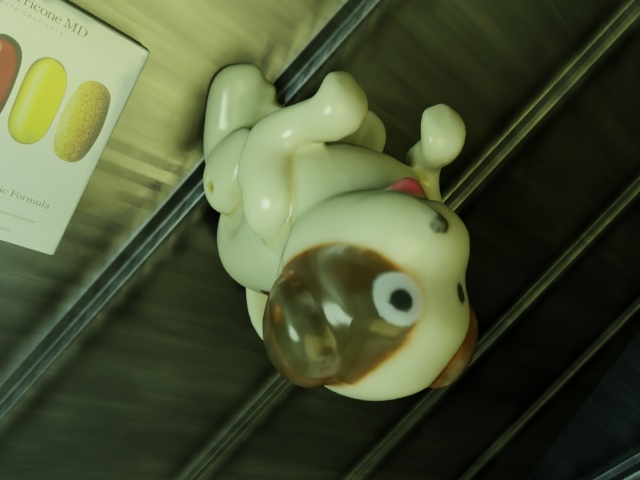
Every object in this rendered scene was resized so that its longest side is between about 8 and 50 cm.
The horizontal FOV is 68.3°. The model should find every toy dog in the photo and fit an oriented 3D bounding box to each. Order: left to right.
[{"bbox_3d":[0.000,0.000,0.549,0.285,0.408,0.395,22,104,-32],"label":"toy dog"}]

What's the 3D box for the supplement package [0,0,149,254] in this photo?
[{"bbox_3d":[-0.303,-0.134,0.503,0.139,0.134,0.243,23,103,-33],"label":"supplement package"}]
